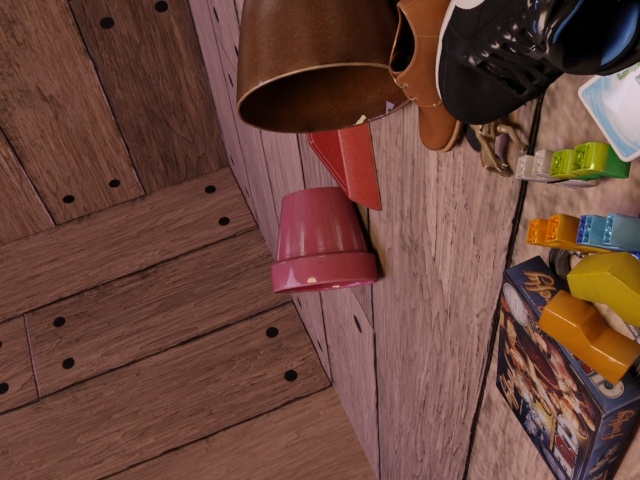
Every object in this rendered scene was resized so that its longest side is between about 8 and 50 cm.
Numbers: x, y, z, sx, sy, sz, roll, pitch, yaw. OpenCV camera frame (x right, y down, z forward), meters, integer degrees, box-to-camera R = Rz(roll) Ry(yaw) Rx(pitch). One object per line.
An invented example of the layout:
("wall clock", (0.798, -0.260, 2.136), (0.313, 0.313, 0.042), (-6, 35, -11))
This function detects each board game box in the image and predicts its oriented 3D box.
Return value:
("board game box", (0.240, 0.150, 0.763), (0.243, 0.042, 0.165), (75, 169, -51))

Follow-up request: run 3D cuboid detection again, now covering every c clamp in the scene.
("c clamp", (0.248, 0.054, 0.650), (0.137, 0.022, 0.161), (75, 169, -57))

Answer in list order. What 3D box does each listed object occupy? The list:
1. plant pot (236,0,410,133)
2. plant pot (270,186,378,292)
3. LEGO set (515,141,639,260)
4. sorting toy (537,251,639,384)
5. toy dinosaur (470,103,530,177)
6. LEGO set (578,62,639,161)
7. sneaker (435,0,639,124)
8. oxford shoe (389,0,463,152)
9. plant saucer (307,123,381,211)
("plant pot", (-0.007, -0.273, 0.908), (0.215, 0.215, 0.230), (119, 144, -77))
("plant pot", (0.000, 0.000, 1.419), (0.201, 0.201, 0.180), (137, 128, -79))
("LEGO set", (0.215, -0.023, 0.524), (0.227, 0.093, 0.087), (180, 101, -84))
("sorting toy", (0.258, 0.095, 0.377), (0.307, 0.041, 0.229), (40, 160, 24))
("toy dinosaur", (0.150, -0.130, 0.702), (0.092, 0.053, 0.183), (-129, 21, -65))
("LEGO set", (0.226, -0.041, 0.301), (0.182, 0.060, 0.244), (59, 150, 5))
("sneaker", (0.116, -0.113, 0.405), (0.217, 0.079, 0.121), (-55, 12, 52))
("oxford shoe", (0.107, -0.172, 0.790), (0.212, 0.076, 0.076), (78, 165, -47))
("plant saucer", (0.017, -0.206, 1.276), (0.258, 0.047, 0.259), (-123, 16, -49))
